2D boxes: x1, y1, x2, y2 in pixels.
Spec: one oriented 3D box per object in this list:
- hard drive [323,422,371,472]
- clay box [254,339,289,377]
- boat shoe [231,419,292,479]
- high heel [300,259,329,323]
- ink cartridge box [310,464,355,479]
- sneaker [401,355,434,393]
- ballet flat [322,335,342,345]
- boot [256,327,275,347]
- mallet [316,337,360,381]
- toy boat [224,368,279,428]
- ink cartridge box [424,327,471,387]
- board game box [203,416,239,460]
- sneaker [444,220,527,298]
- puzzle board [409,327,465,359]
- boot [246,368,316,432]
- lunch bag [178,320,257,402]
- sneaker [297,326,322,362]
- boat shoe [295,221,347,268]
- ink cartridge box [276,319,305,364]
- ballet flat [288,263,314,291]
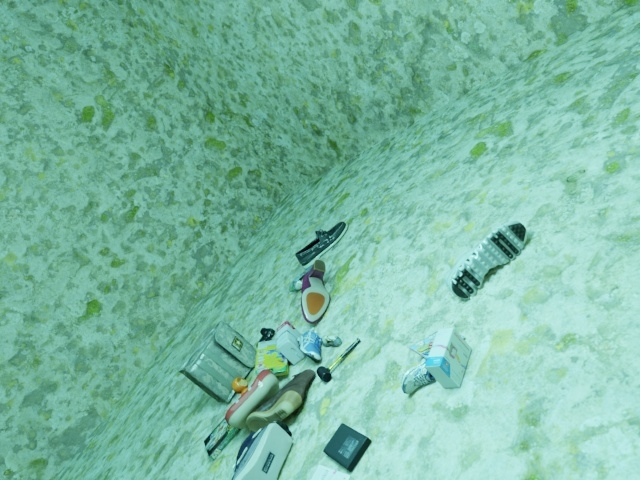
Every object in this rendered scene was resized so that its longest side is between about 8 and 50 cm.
[{"bbox_3d":[0.069,0.553,1.271,0.094,0.022,0.135,-50,19,-21],"label":"hard drive"},{"bbox_3d":[-0.190,0.476,1.882,0.127,0.053,0.222,-9,21,0],"label":"clay box"},{"bbox_3d":[-0.212,0.705,1.401,0.158,0.127,0.341,-37,9,40],"label":"boat shoe"},{"bbox_3d":[-0.038,0.266,2.119,0.377,0.127,0.182,-75,7,-53],"label":"high heel"},{"bbox_3d":[0.042,0.602,1.102,0.143,0.090,0.092,-16,32,54],"label":"ink cartridge box"},{"bbox_3d":[0.270,0.356,1.251,0.135,0.052,0.058,-46,22,-7],"label":"sneaker"},{"bbox_3d":[0.036,0.369,1.751,0.114,0.041,0.041,-17,31,55],"label":"ballet flat"},{"bbox_3d":[-0.267,0.458,2.202,0.121,0.045,0.099,-17,34,53],"label":"boot"},{"bbox_3d":[0.062,0.404,1.626,0.189,0.039,0.062,-44,20,-18],"label":"mallet"},{"bbox_3d":[-0.264,0.558,1.720,0.231,0.151,0.151,-44,61,-10],"label":"toy boat"},{"bbox_3d":[0.326,0.296,1.200,0.052,0.088,0.123,-24,26,47],"label":"ink cartridge box"},{"bbox_3d":[-0.338,0.701,1.812,0.260,0.030,0.136,-47,16,-13],"label":"board game box"},{"bbox_3d":[0.489,0.046,1.424,0.292,0.110,0.118,-42,8,3],"label":"sneaker"},{"bbox_3d":[0.319,0.281,1.303,0.128,0.011,0.096,-23,13,-15],"label":"puzzle board"},{"bbox_3d":[-0.133,0.562,1.651,0.248,0.090,0.207,-37,4,34],"label":"boot"},{"bbox_3d":[-0.428,0.524,2.074,0.168,0.235,0.287,-27,23,55],"label":"lunch bag"},{"bbox_3d":[-0.034,0.390,1.787,0.081,0.080,0.211,-46,19,-1],"label":"sneaker"},{"bbox_3d":[-0.001,0.000,2.574,0.340,0.113,0.127,-42,17,2],"label":"boat shoe"},{"bbox_3d":[-0.119,0.406,1.883,0.063,0.109,0.150,-39,18,10],"label":"ink cartridge box"},{"bbox_3d":[-0.082,0.197,2.382,0.188,0.070,0.070,-47,17,-1],"label":"ballet flat"}]
